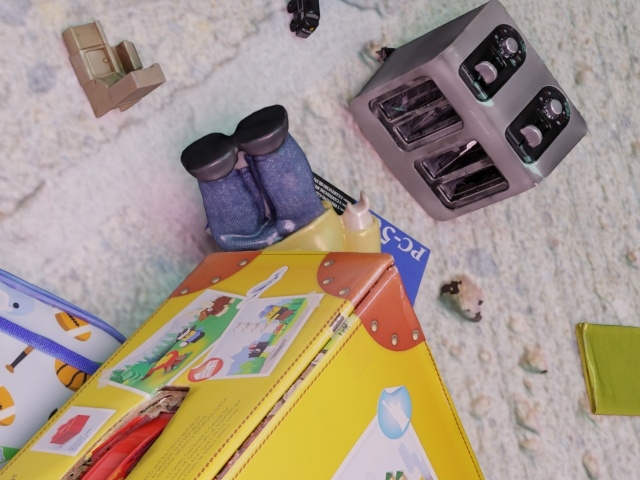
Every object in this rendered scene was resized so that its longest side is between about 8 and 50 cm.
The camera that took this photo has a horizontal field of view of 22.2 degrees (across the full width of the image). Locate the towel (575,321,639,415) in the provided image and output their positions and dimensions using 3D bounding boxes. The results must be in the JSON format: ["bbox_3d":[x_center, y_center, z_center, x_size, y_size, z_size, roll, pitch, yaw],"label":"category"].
[{"bbox_3d":[0.372,0.140,1.742,0.237,0.021,0.102,6,64,-34],"label":"towel"}]

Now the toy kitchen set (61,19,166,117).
[{"bbox_3d":[-0.171,-0.165,1.452,0.068,0.075,0.083,-21,86,-42],"label":"toy kitchen set"}]

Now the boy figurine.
[{"bbox_3d":[-0.025,0.030,1.424,0.177,0.092,0.285,-24,111,0],"label":"boy figurine"}]

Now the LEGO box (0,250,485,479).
[{"bbox_3d":[-0.078,0.299,1.134,0.500,0.193,0.372,-48,125,-41],"label":"LEGO box"}]

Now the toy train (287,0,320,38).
[{"bbox_3d":[-0.021,-0.279,1.643,0.027,0.036,0.158,8,64,-34],"label":"toy train"}]

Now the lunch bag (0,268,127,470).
[{"bbox_3d":[-0.287,0.113,1.211,0.303,0.115,0.243,31,51,-22],"label":"lunch bag"}]

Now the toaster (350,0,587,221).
[{"bbox_3d":[0.138,-0.125,1.605,0.168,0.186,0.110,53,51,-14],"label":"toaster"}]

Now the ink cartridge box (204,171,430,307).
[{"bbox_3d":[0.000,0.000,1.518,0.207,0.046,0.097,34,54,-19],"label":"ink cartridge box"}]
